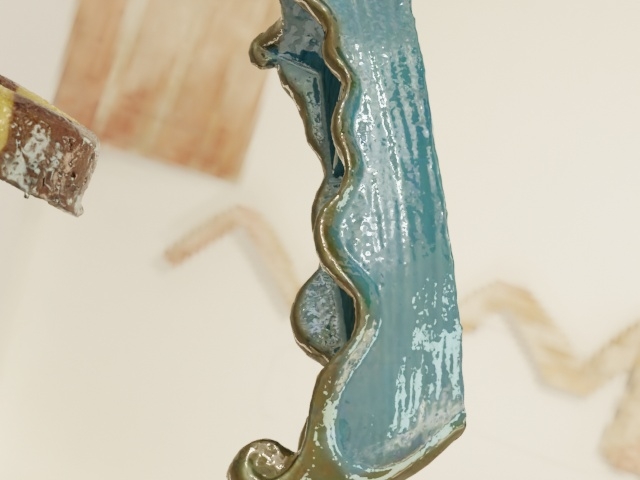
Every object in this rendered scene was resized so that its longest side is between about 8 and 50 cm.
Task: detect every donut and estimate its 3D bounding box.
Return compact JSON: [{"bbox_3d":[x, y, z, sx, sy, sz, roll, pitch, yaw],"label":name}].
[{"bbox_3d":[-0.255,-0.089,1.476,0.073,0.184,0.166,-60,-171,4],"label":"donut"}]

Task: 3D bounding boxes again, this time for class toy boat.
[{"bbox_3d":[0.000,0.000,0.610,0.075,0.077,0.185,105,-20,-68],"label":"toy boat"}]
